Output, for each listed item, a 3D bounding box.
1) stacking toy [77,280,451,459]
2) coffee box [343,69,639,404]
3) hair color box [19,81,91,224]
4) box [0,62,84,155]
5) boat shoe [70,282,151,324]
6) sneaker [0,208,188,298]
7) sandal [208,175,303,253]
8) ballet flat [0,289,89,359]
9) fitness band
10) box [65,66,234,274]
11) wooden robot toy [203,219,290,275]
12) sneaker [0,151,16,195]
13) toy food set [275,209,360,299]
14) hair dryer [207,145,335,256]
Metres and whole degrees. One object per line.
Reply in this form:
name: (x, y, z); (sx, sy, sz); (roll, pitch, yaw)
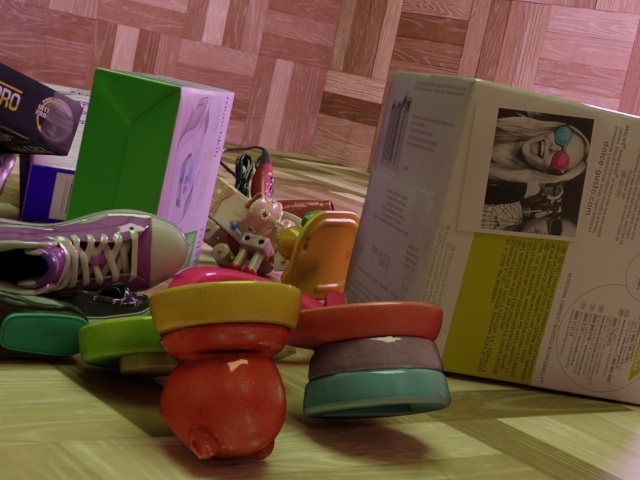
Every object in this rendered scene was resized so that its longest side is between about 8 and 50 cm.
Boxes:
stacking toy: (-0.054, 0.131, 1.013); (0.309, 0.130, 0.279); (9, -18, -41)
coffee box: (0.253, -0.016, 1.475); (0.334, 0.338, 0.337); (11, 8, -14)
hair color box: (-0.393, -0.140, 1.888); (0.185, 0.110, 0.339); (9, 28, -19)
box: (-0.590, -0.220, 1.683); (0.395, 0.097, 0.318); (6, -16, 43)
boat shoe: (-0.223, 0.068, 1.250); (0.049, 0.040, 0.142); (15, 9, 20)
sneaker: (-0.267, 0.027, 1.258); (0.282, 0.102, 0.161); (-4, 9, -23)
sandal: (-0.106, -0.037, 1.735); (0.240, 0.088, 0.079); (31, -12, 22)
ballet flat: (-0.302, 0.070, 1.025); (0.203, 0.074, 0.074); (13, 5, -45)
fitness band: (-0.075, 0.083, 1.352); (0.209, 0.054, 0.291); (9, 7, 1)
box: (-0.230, -0.088, 1.542); (0.127, 0.262, 0.231); (14, 7, 11)
wooden robot toy: (-0.102, 0.031, 1.695); (0.173, 0.076, 0.079); (16, -26, 26)
sneaker: (-0.531, -0.100, 1.655); (0.153, 0.101, 0.268); (25, 9, -12)
toy food set: (-0.001, 0.014, 1.646); (0.071, 0.128, 0.218); (16, 7, 32)
hair dryer: (-0.101, -0.070, 1.857); (0.293, 0.223, 0.080); (20, -27, 33)
